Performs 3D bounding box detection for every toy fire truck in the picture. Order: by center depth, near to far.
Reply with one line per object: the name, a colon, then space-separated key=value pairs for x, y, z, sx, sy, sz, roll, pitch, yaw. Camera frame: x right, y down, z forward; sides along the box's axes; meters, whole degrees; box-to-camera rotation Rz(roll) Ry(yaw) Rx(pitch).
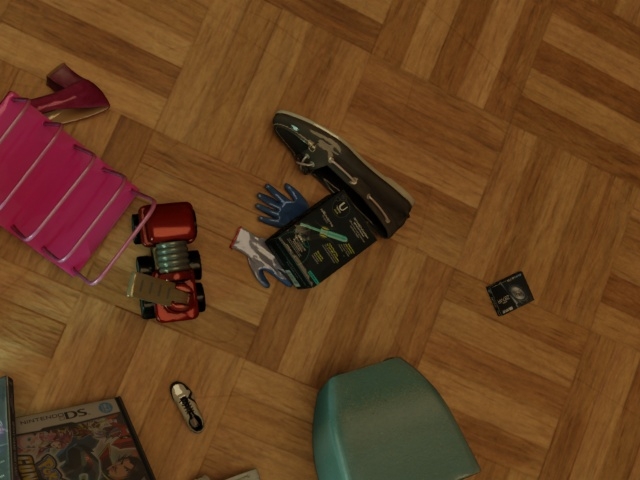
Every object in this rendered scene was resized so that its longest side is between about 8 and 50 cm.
toy fire truck: x=-0.277 y=0.039 z=1.732 sx=0.159 sy=0.246 sz=0.217 roll=-5 pitch=88 yaw=-16

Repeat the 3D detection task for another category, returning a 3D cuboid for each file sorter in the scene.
file sorter: x=-0.459 y=-0.086 z=1.683 sx=0.291 sy=0.182 sz=0.202 roll=40 pitch=79 yaw=-27

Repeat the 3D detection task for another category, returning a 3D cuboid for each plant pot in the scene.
plant pot: x=0.110 y=0.364 z=1.826 sx=0.248 sy=0.247 sz=0.252 roll=-15 pitch=74 yaw=-16

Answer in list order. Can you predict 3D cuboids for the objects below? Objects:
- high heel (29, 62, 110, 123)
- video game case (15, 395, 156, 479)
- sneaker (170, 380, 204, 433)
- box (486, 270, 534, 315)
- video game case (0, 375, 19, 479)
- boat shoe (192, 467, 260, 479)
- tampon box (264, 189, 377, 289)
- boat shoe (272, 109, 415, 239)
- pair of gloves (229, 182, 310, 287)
high heel: x=-0.500 y=-0.207 z=1.776 sx=0.117 sy=0.082 sz=0.244 roll=40 pitch=64 yaw=1
video game case: x=-0.416 y=0.396 z=1.661 sx=0.248 sy=0.035 sz=0.275 roll=-7 pitch=44 yaw=-30
sneaker: x=-0.245 y=0.311 z=1.828 sx=0.040 sy=0.044 sz=0.109 roll=-30 pitch=93 yaw=-13
box: x=0.393 y=0.110 z=2.029 sx=0.083 sy=0.018 sz=0.067 roll=-23 pitch=92 yaw=-16
video game case: x=-0.591 y=0.376 z=1.620 sx=0.196 sy=0.026 sz=0.274 roll=-23 pitch=51 yaw=7
boat shoe: x=-0.216 y=0.472 z=1.815 sx=0.226 sy=0.083 sz=0.075 roll=-5 pitch=76 yaw=-27
tampon box: x=0.000 y=0.000 z=1.866 sx=0.161 sy=0.101 sz=0.120 roll=-36 pitch=97 yaw=-18
boat shoe: x=0.035 y=-0.126 z=1.901 sx=0.335 sy=0.112 sz=0.095 roll=35 pitch=73 yaw=-14
pair of gloves: x=-0.080 y=-0.007 z=1.907 sx=0.159 sy=0.023 sz=0.198 roll=32 pitch=78 yaw=-11
